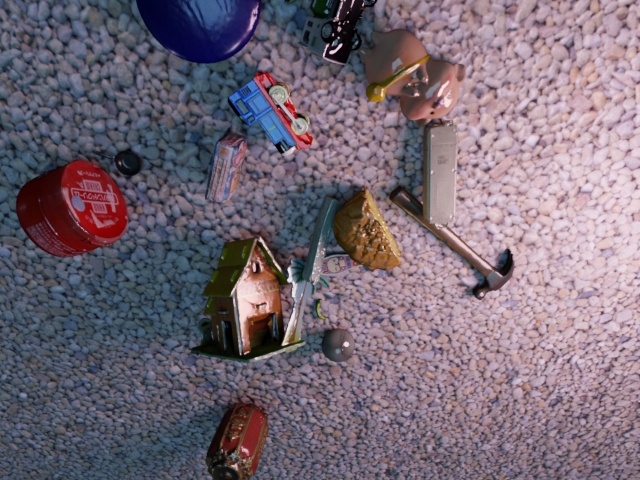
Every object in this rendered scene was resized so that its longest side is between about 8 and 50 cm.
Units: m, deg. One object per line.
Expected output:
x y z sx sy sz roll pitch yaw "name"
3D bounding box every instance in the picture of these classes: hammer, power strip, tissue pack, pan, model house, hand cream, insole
0.363 0.000 1.212 0.440 0.044 0.168 36 114 -16 "hammer"
0.302 -0.164 1.098 0.078 0.052 0.271 -5 108 -2 "power strip"
-0.234 -0.182 1.090 0.065 0.115 0.155 18 117 -5 "tissue pack"
-0.523 -0.212 1.132 0.116 0.023 0.068 20 117 -12 "pan"
-0.180 0.151 1.267 0.301 0.340 0.323 -6 91 45 "model house"
-0.619 -0.076 1.097 0.150 0.230 0.230 -21 115 13 "hand cream"
0.078 0.063 1.255 0.198 0.004 0.065 -12 111 -4 "insole"

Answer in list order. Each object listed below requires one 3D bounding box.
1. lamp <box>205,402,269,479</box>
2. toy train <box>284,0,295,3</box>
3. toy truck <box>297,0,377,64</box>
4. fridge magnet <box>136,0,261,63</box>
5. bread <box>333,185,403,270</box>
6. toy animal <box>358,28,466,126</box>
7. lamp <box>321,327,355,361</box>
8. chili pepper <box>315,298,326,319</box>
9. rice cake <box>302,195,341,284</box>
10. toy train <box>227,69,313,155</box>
-0.273 0.672 1.452 0.177 0.274 0.176 3 111 8 "lamp"
-0.117 -0.610 0.900 0.085 0.053 0.249 -34 113 26 "toy train"
0.041 -0.509 0.913 0.125 0.101 0.242 39 120 31 "toy truck"
-0.256 -0.515 0.917 0.266 0.112 0.265 0 118 0 "fridge magnet"
0.120 -0.020 1.164 0.140 0.143 0.228 -22 112 24 "bread"
0.197 -0.365 0.971 0.248 0.149 0.165 31 131 -22 "toy animal"
0.056 0.327 1.359 0.105 0.105 0.105 1 118 1 "lamp"
0.000 0.216 1.350 0.031 0.017 0.083 -3 117 1 "chili pepper"
0.000 0.000 1.185 0.042 0.045 0.245 5 104 -41 "rice cake"
-0.112 -0.299 1.045 0.131 0.082 0.204 -30 111 16 "toy train"
